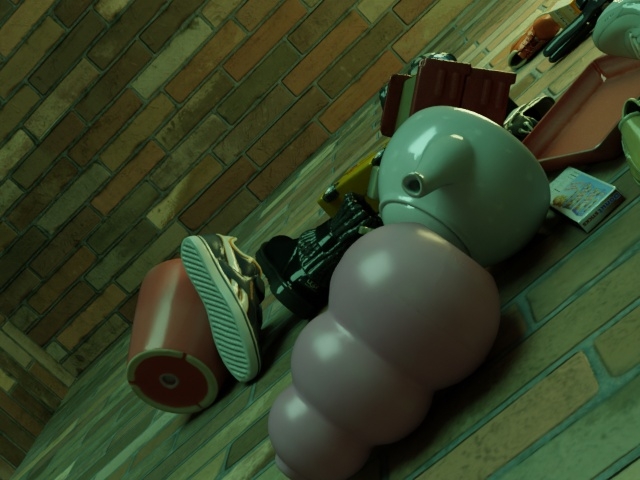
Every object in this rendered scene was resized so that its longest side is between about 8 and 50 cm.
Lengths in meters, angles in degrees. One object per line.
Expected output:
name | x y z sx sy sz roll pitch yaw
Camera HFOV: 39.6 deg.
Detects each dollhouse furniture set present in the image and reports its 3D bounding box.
dollhouse furniture set | 0.172 -0.089 1.420 0.201 0.152 0.374 -156 76 -79

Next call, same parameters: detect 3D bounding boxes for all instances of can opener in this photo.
can opener | 0.517 -0.427 1.760 0.186 0.059 0.073 -52 36 18

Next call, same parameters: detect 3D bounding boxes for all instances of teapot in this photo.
teapot | 0.170 -0.040 1.197 0.187 0.256 0.252 -53 22 -17

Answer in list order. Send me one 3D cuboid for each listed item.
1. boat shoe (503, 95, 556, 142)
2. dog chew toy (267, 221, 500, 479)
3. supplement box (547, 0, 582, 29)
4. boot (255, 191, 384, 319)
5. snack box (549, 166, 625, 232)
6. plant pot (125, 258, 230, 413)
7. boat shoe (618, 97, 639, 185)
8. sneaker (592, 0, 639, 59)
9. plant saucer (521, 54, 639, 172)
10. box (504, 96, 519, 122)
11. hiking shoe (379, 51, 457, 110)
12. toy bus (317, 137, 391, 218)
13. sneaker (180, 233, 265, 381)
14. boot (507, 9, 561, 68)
boat shoe | 0.331 -0.174 1.466 0.070 0.078 0.219 -35 14 47
dog chew toy | 0.060 0.143 1.049 0.332 0.206 0.206 -53 11 2
supplement box | 0.528 -0.476 1.859 0.036 0.062 0.098 -48 11 -6
boot | 0.003 0.003 1.860 0.260 0.131 0.348 -51 21 6
snack box | 0.338 -0.057 1.170 0.064 0.022 0.178 -43 11 7
plant pot | -0.288 0.216 1.894 0.275 0.275 0.243 -38 23 33
boat shoe | 0.392 -0.123 1.082 0.068 0.072 0.190 -40 13 24
sneaker | 0.451 -0.251 1.132 0.262 0.099 0.121 10 63 52
plant saucer | 0.417 -0.193 1.308 0.258 0.048 0.259 -48 12 -13
box | 0.246 -0.181 1.743 0.261 0.103 0.184 -48 9 -14
hiking shoe | 0.233 -0.299 1.767 0.132 0.113 0.304 0 28 30
toy bus | 0.140 -0.148 1.972 0.332 0.108 0.130 -34 16 45
sneaker | -0.164 0.123 1.793 0.127 0.321 0.126 -11 -21 -36
boot | 0.472 -0.440 1.962 0.084 0.059 0.158 -57 7 -34
